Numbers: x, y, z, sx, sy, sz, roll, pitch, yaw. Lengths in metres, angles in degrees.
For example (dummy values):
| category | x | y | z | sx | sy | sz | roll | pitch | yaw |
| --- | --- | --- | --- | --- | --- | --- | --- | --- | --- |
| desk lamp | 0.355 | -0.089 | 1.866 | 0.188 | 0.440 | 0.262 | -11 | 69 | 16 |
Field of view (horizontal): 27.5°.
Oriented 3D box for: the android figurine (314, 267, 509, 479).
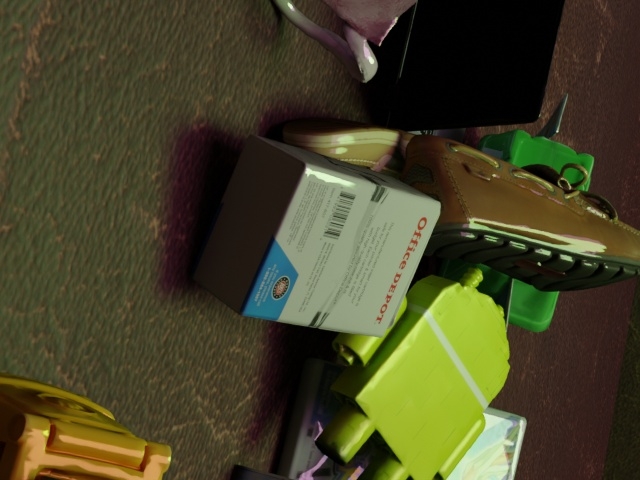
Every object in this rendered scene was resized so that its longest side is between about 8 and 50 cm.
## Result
| category | x | y | z | sx | sy | sz | roll | pitch | yaw |
| --- | --- | --- | --- | --- | --- | --- | --- | --- | --- |
| android figurine | 0.109 | 0.150 | 1.407 | 0.273 | 0.056 | 0.248 | -51 | 128 | -20 |

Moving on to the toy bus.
| category | x | y | z | sx | sy | sz | roll | pitch | yaw |
| --- | --- | --- | --- | --- | --- | --- | --- | --- | --- |
| toy bus | -0.180 | 0.208 | 0.829 | 0.149 | 0.211 | 0.220 | 20 | 82 | -37 |

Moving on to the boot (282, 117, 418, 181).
| category | x | y | z | sx | sy | sz | roll | pitch | yaw |
| --- | --- | --- | --- | --- | --- | --- | --- | --- | --- |
| boot | 0.027 | -0.023 | 1.372 | 0.262 | 0.095 | 0.204 | -1 | 102 | -67 |

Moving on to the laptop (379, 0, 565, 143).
| category | x | y | z | sx | sy | sz | roll | pitch | yaw |
| --- | --- | --- | --- | --- | --- | --- | --- | --- | --- |
| laptop | 0.232 | -0.281 | 1.532 | 0.408 | 0.236 | 0.382 | 26 | 77 | -64 |

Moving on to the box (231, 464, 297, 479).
| category | x | y | z | sx | sy | sz | roll | pitch | yaw |
| --- | --- | --- | --- | --- | --- | --- | --- | --- | --- |
| box | -0.059 | 0.338 | 1.298 | 0.036 | 0.114 | 0.207 | 41 | 62 | -62 |

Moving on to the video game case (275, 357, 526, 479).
| category | x | y | z | sx | sy | sz | roll | pitch | yaw |
| --- | --- | --- | --- | --- | --- | --- | --- | --- | --- |
| video game case | 0.076 | 0.326 | 1.471 | 0.300 | 0.036 | 0.329 | 18 | 80 | -27 |

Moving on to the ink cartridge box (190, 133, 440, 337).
| category | x | y | z | sx | sy | sz | roll | pitch | yaw |
| --- | --- | --- | --- | --- | --- | --- | --- | --- | --- |
| ink cartridge box | 0.000 | 0.000 | 1.222 | 0.203 | 0.086 | 0.148 | 14 | 103 | -48 |

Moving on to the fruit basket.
| category | x | y | z | sx | sy | sz | roll | pitch | yaw |
| --- | --- | --- | --- | --- | --- | --- | --- | --- | --- |
| fruit basket | 0.225 | 0.004 | 1.727 | 0.353 | 0.165 | 0.327 | 136 | -25 | -72 |

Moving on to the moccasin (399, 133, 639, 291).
| category | x | y | z | sx | sy | sz | roll | pitch | yaw |
| --- | --- | --- | --- | --- | --- | --- | --- | --- | --- |
| moccasin | 0.231 | -0.030 | 1.441 | 0.380 | 0.139 | 0.147 | 13 | 67 | -34 |

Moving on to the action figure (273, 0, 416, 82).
| category | x | y | z | sx | sy | sz | roll | pitch | yaw |
| --- | --- | --- | --- | --- | --- | --- | --- | --- | --- |
| action figure | -0.038 | -0.300 | 1.071 | 0.276 | 0.248 | 0.370 | -58 | 163 | 20 |
